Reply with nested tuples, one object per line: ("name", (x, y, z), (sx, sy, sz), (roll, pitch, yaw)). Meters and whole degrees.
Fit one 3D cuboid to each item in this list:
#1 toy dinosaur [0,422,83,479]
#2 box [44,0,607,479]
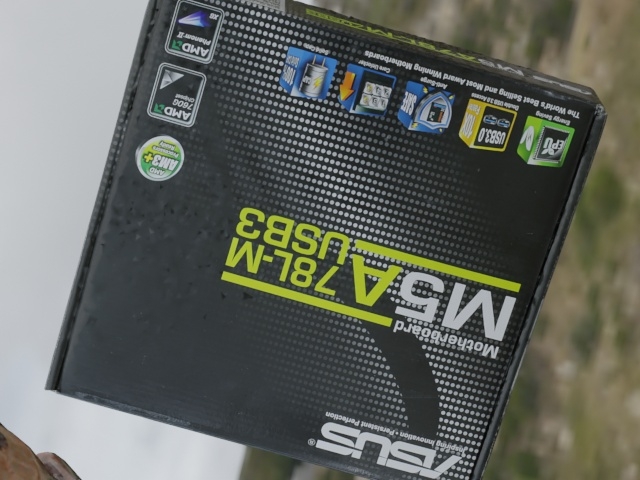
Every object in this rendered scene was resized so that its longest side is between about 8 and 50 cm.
("toy dinosaur", (0.019, 0.162, 0.378), (0.127, 0.295, 0.200), (-57, -40, -8))
("box", (0.000, 0.000, 0.817), (0.045, 0.190, 0.184), (-93, 20, -74))
